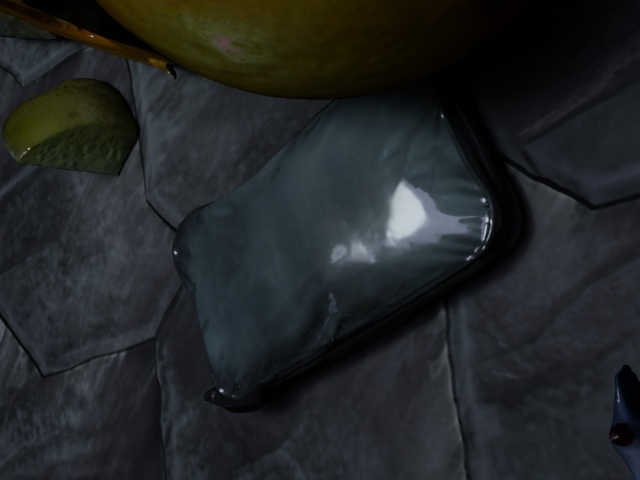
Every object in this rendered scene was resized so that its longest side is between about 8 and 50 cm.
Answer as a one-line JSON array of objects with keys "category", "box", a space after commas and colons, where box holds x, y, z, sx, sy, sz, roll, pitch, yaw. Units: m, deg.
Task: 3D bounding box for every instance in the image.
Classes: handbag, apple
[{"category": "handbag", "box": [-0.002, 0.001, 0.745, 0.332, 0.075, 0.191, -35, 66, 29]}, {"category": "apple", "box": [0.004, -0.285, 0.599, 0.374, 0.374, 0.384, 11, 64, 41]}]

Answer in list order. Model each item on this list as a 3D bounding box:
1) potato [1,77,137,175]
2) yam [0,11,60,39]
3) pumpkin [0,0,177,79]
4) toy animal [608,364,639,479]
[{"category": "potato", "box": [-0.286, -0.141, 0.968, 0.149, 0.120, 0.081, 41, 112, 35]}, {"category": "yam", "box": [-0.347, -0.274, 1.074, 0.169, 0.068, 0.068, 15, 95, 39]}, {"category": "pumpkin", "box": [-0.209, -0.249, 0.795, 0.222, 0.317, 0.139, 18, 91, 21]}, {"category": "toy animal", "box": [0.229, 0.206, 0.516, 0.239, 0.176, 0.255, -24, 104, 40]}]
